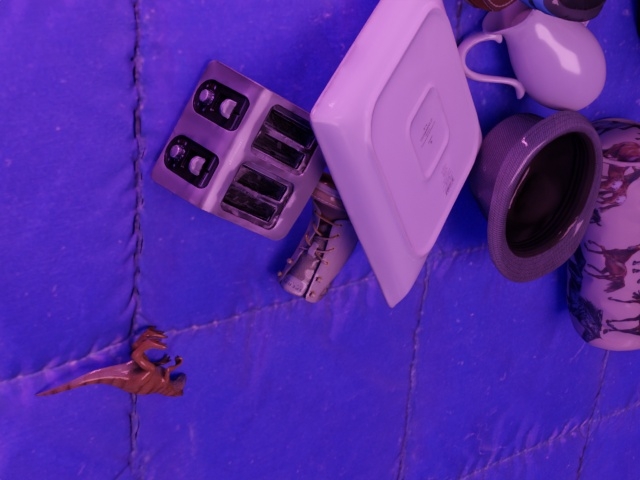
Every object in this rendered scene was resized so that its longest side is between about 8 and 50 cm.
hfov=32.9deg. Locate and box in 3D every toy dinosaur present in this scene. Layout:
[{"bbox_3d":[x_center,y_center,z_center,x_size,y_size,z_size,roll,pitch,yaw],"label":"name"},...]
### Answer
[{"bbox_3d":[-0.239,0.169,1.380,0.211,0.064,0.112,13,105,-43],"label":"toy dinosaur"}]

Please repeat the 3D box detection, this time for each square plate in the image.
[{"bbox_3d":[0.125,-0.145,1.431,0.347,0.049,0.344,-60,141,-34],"label":"square plate"}]

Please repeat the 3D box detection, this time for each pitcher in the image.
[{"bbox_3d":[0.308,-0.265,1.581,0.177,0.125,0.207,-40,126,13],"label":"pitcher"}]

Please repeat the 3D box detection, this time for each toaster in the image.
[{"bbox_3d":[-0.088,-0.102,1.328,0.185,0.110,0.168,25,96,-45],"label":"toaster"}]

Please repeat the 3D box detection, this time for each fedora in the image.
[{"bbox_3d":[0.313,-0.085,1.662,0.243,0.124,0.275,-26,132,-26],"label":"fedora"}]

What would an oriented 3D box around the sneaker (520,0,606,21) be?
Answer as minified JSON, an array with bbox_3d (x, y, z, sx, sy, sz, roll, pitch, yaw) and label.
[{"bbox_3d":[0.363,-0.392,1.428,0.341,0.125,0.140,-35,151,-41],"label":"sneaker"}]

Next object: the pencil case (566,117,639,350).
[{"bbox_3d":[0.515,-0.006,1.851,0.183,0.160,0.410,-18,123,-18],"label":"pencil case"}]

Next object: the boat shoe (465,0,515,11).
[{"bbox_3d":[0.212,-0.439,1.391,0.122,0.120,0.324,-37,131,-19],"label":"boat shoe"}]

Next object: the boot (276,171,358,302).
[{"bbox_3d":[0.000,0.000,1.447,0.165,0.077,0.213,-55,162,2],"label":"boot"}]

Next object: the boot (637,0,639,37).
[{"bbox_3d":[0.634,-0.451,1.737,0.284,0.138,0.377,-40,127,-16],"label":"boot"}]

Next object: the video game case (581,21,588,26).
[{"bbox_3d":[0.373,-0.355,1.648,0.122,0.011,0.087,25,95,-45],"label":"video game case"}]
